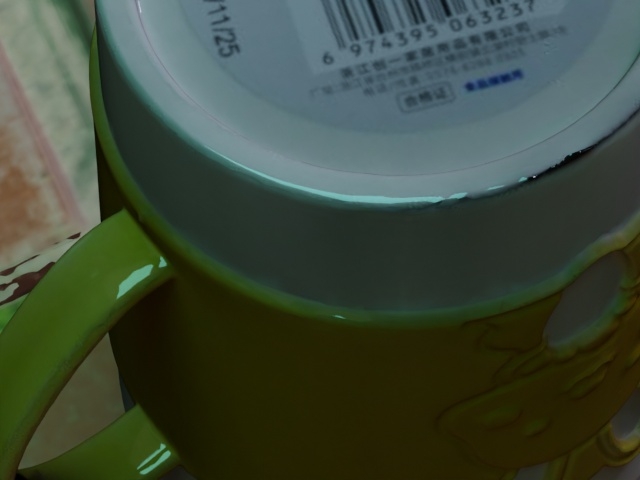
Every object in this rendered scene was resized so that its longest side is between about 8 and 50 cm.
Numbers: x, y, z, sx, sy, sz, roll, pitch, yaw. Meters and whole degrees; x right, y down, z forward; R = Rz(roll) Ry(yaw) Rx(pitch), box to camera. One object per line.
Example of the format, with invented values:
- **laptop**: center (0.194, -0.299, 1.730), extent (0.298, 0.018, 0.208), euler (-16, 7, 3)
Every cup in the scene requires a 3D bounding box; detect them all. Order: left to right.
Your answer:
- **cup**: center (0.000, 0.000, 0.514), extent (0.241, 0.226, 0.185), euler (-35, 65, -18)
